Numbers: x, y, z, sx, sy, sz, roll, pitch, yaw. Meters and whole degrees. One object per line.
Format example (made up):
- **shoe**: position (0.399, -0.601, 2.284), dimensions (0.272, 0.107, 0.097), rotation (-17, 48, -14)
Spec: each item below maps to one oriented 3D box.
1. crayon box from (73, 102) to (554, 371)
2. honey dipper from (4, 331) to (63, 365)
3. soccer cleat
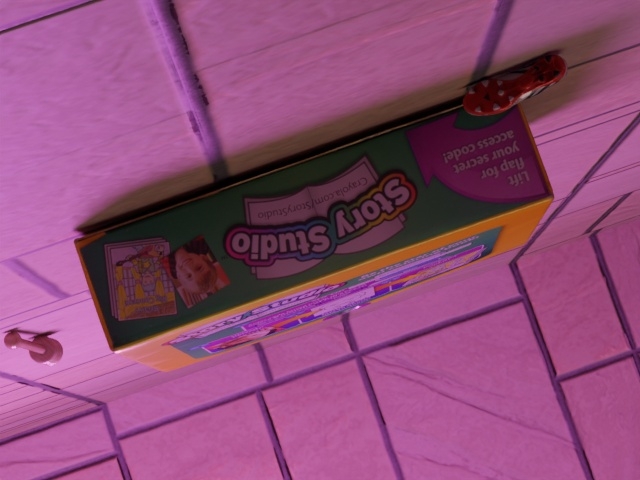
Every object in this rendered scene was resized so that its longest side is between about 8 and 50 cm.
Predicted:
- **crayon box**: position (0.000, 0.000, 1.623), dimensions (0.363, 0.106, 0.313), rotation (-20, 172, 0)
- **honey dipper**: position (-0.302, 0.112, 2.007), dimensions (0.030, 0.030, 0.160), rotation (-20, 172, 4)
- **soccer cleat**: position (0.147, -0.114, 1.437), dimensions (0.083, 0.029, 0.035), rotation (-26, 168, 14)
